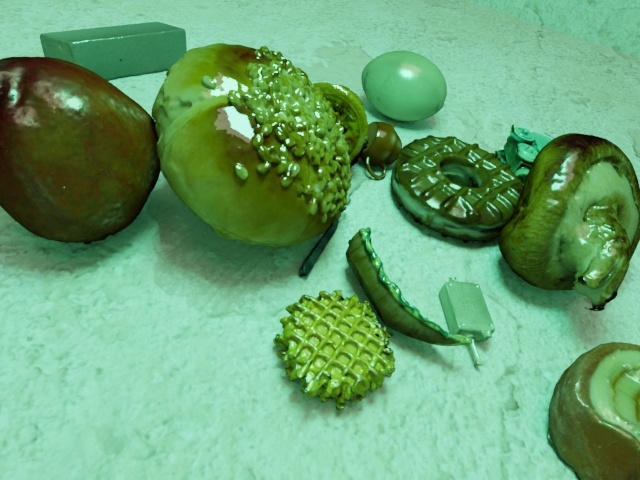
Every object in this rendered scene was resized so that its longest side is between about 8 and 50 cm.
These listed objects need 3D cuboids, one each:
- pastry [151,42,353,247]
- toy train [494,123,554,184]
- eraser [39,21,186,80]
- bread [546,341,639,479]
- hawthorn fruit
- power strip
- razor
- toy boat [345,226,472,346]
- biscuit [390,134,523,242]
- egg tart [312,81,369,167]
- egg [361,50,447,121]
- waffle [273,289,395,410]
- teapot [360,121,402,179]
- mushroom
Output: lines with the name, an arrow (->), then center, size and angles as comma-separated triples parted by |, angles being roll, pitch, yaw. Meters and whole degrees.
pastry -> -0.104, -0.181, 0.834 | 0.409, 0.245, 0.410 | 32, 42, -35
toy train -> 0.572, -0.217, 1.222 | 0.162, 0.112, 0.203 | 19, 46, -5
eraser -> -0.535, -0.504, 1.200 | 0.352, 0.111, 0.077 | -25, 55, -32
bread -> 0.478, 0.271, 0.720 | 0.190, 0.123, 0.244 | 37, 48, 22
hawthorn fruit -> -0.425, -0.156, 0.767 | 0.294, 0.312, 0.295 | -11, 30, 6
power strip -> 0.276, 0.150, 0.837 | 0.075, 0.042, 0.175 | 6, 47, -9
razor -> 0.003, 0.004, 0.914 | 0.066, 0.033, 0.190 | -14, 34, 37
toy boat -> 0.135, 0.096, 0.812 | 0.099, 0.108, 0.293 | -34, 58, -7
biscuit -> 0.328, -0.133, 1.079 | 0.331, 0.103, 0.332 | 7, 46, -7
egg tart -> 0.023, -0.282, 1.081 | 0.215, 0.215, 0.171 | 21, 35, 6
egg -> 0.238, -0.440, 1.288 | 0.253, 0.187, 0.187 | 24, 46, 8
waffle -> 0.027, 0.171, 0.736 | 0.197, 0.070, 0.193 | -11, 51, -27
teapot -> 0.157, -0.232, 1.137 | 0.116, 0.116, 0.173 | 14, 72, -1
mushroom -> 0.538, -0.032, 0.908 | 0.345, 0.346, 0.259 | -9, 14, -22
